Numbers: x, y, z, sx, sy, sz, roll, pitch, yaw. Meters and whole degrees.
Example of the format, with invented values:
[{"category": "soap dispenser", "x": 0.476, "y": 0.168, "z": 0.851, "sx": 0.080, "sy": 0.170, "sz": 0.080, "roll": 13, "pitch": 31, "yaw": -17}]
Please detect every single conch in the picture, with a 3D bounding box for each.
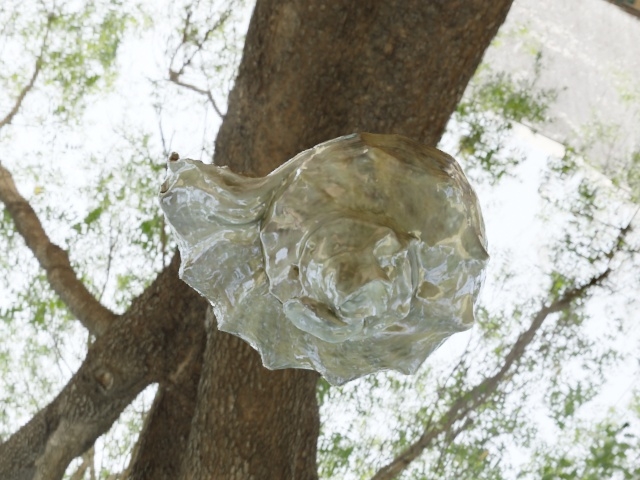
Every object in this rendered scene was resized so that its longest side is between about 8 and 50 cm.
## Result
[{"category": "conch", "x": 0.001, "y": 0.016, "z": 0.470, "sx": 0.210, "sy": 0.158, "sz": 0.291, "roll": -2, "pitch": 180, "yaw": 0}]
